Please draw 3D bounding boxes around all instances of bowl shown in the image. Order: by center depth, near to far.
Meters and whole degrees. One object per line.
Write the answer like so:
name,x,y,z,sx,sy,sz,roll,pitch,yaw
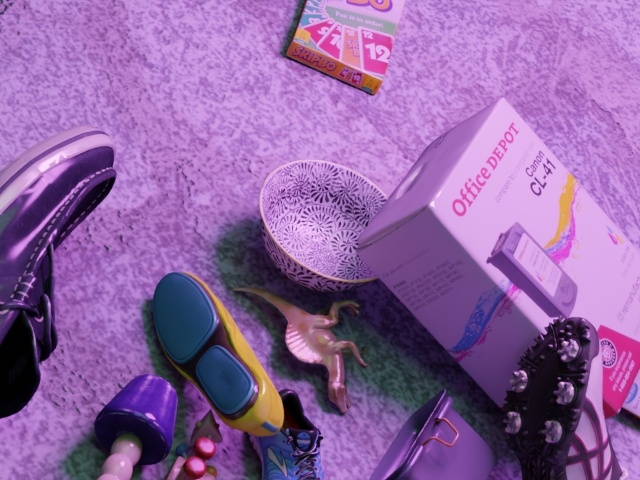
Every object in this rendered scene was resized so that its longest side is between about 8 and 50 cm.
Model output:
bowl,0.000,0.000,1.821,0.170,0.080,0.170,14,47,-16

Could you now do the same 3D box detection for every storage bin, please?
storage bin,0.119,0.229,1.676,0.091,0.098,0.135,40,45,-4

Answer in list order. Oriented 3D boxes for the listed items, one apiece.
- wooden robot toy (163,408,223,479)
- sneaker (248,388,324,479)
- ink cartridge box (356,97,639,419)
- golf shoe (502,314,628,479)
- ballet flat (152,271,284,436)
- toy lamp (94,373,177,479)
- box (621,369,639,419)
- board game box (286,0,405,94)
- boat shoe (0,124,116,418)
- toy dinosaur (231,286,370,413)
wooden robot toy,-0.109,0.241,1.565,0.079,0.076,0.173,35,44,-10
sneaker,-0.026,0.215,1.621,0.063,0.073,0.162,-2,53,-29
ink cartridge box,0.216,0.035,1.804,0.306,0.131,0.226,48,45,-12
golf shoe,0.250,0.211,1.682,0.120,0.105,0.273,8,92,-33
ballet flat,-0.100,0.119,1.665,0.077,0.077,0.231,38,9,-42
toy lamp,-0.198,0.233,1.517,0.080,0.080,0.275,26,44,-3
box,0.390,0.172,1.872,0.136,0.028,0.081,29,84,-2
board game box,0.043,-0.299,2.144,0.124,0.039,0.259,23,42,-7
boat shoe,-0.314,0.083,1.526,0.156,0.187,0.500,35,49,-2
toy dinosaur,-0.005,0.092,1.757,0.092,0.053,0.183,-23,65,-38
